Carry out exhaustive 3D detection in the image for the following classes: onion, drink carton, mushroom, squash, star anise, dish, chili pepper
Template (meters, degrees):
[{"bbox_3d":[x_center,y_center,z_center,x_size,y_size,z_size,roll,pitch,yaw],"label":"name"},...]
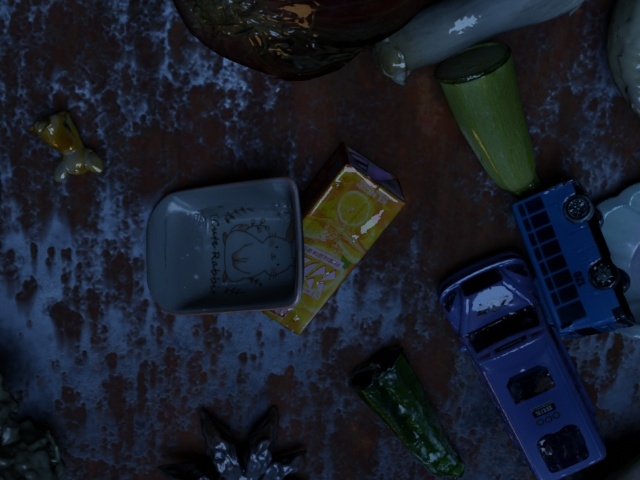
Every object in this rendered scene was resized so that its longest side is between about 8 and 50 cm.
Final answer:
[{"bbox_3d":[-0.038,-0.327,1.224,0.353,0.354,0.354,-2,114,-4],"label":"onion"},{"bbox_3d":[0.000,0.000,1.501,0.096,0.071,0.223,32,109,-18],"label":"drink carton"},{"bbox_3d":[0.186,-0.262,1.388,0.278,0.096,0.099,-25,113,11],"label":"mushroom"},{"bbox_3d":[0.220,-0.129,1.464,0.094,0.094,0.224,-26,121,7],"label":"squash"},{"bbox_3d":[-0.113,0.345,1.642,0.230,0.081,0.262,14,110,-22],"label":"star anise"},{"bbox_3d":[-0.109,0.012,1.463,0.234,0.064,0.154,-5,83,29],"label":"dish"},{"bbox_3d":[0.134,0.242,1.630,0.088,0.059,0.227,-36,114,6],"label":"chili pepper"}]

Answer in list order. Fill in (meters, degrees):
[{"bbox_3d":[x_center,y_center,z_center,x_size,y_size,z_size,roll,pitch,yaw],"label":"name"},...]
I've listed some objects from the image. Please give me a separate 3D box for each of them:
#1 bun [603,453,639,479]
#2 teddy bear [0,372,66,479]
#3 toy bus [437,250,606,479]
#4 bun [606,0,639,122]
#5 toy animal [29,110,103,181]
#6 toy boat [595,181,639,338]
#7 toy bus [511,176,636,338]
[{"bbox_3d":[0.506,0.421,1.660,0.361,0.213,0.361,-6,101,-29],"label":"bun"},{"bbox_3d":[-0.547,0.226,1.511,0.357,0.224,0.368,-20,99,6],"label":"teddy bear"},{"bbox_3d":[0.261,0.164,1.562,0.125,0.133,0.292,-26,114,7],"label":"toy bus"},{"bbox_3d":[0.443,-0.233,1.397,0.239,0.141,0.239,1,114,2],"label":"bun"},{"bbox_3d":[-0.298,-0.107,1.428,0.060,0.081,0.083,-25,94,4],"label":"toy animal"},{"bbox_3d":[0.459,0.019,1.502,0.290,0.100,0.200,-15,77,25],"label":"toy boat"},{"bbox_3d":[0.307,0.029,1.476,0.106,0.090,0.185,-23,72,17],"label":"toy bus"}]
